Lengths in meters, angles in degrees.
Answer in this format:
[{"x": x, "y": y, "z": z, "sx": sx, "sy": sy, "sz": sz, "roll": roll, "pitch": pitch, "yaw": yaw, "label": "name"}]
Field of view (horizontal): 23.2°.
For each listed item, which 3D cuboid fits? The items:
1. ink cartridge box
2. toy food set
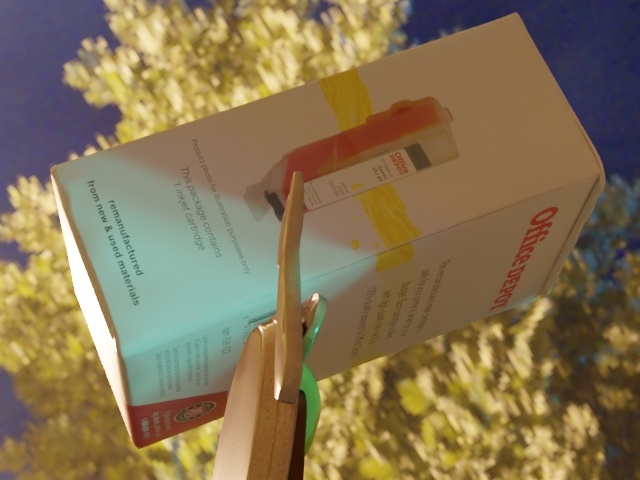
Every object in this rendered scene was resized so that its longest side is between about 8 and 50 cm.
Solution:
[{"x": 0.000, "y": 0.000, "z": 1.253, "sx": 0.385, "sy": 0.160, "sz": 0.279, "roll": -19, "pitch": 160, "yaw": -12, "label": "ink cartridge box"}, {"x": -0.016, "y": 0.085, "z": 0.600, "sx": 0.038, "sy": 0.192, "sz": 0.132, "roll": 11, "pitch": -144, "yaw": -9, "label": "toy food set"}]
